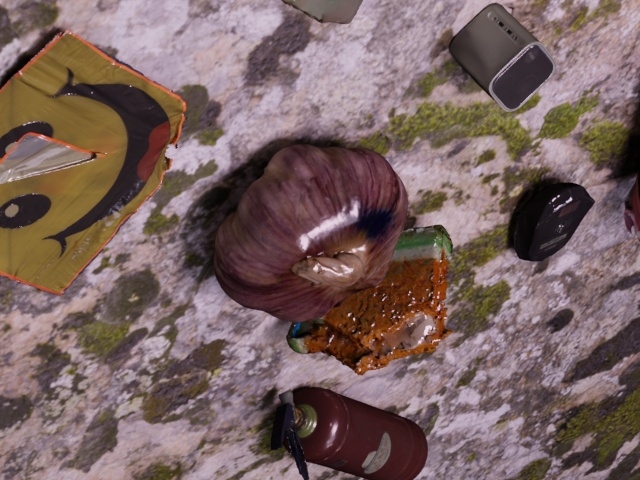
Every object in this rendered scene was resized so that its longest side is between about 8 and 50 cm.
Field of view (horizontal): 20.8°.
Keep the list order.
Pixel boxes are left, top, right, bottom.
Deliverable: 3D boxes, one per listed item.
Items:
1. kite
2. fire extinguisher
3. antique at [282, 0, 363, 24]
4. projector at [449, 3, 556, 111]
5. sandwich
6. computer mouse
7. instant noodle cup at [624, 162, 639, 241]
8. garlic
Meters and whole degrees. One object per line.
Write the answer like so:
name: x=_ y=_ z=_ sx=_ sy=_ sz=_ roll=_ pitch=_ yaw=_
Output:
kite: x=-0.286 y=-0.065 z=1.783 sx=0.327 sy=0.013 sz=0.377 roll=-17 pitch=142 yaw=-29
fire extinguisher: x=0.026 y=0.274 z=2.356 sx=0.102 sy=0.138 sz=0.344 roll=-26 pitch=153 yaw=24
antique: x=0.019 y=-0.360 z=1.648 sx=0.284 sy=0.150 sz=0.125 roll=-56 pitch=148 yaw=9
projector: x=0.212 y=-0.212 z=2.025 sx=0.083 sy=0.082 sz=0.083 roll=-43 pitch=145 yaw=5
sandwich: x=0.063 y=0.076 z=2.162 sx=0.235 sy=0.159 sz=0.079 roll=-20 pitch=151 yaw=7
computer mouse: x=0.305 y=-0.030 z=2.349 sx=0.099 sy=0.057 sz=0.172 roll=-25 pitch=155 yaw=-23
instant noodle cup: x=0.528 y=-0.131 z=2.320 sx=0.244 sy=0.244 sz=0.255 roll=-25 pitch=135 yaw=-20
garlic: x=0.000 y=0.000 z=1.997 sx=0.245 sy=0.160 sz=0.245 roll=-26 pitch=144 yaw=-21
